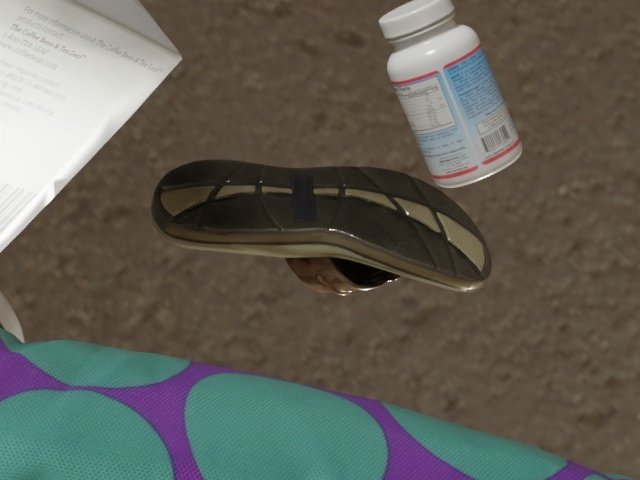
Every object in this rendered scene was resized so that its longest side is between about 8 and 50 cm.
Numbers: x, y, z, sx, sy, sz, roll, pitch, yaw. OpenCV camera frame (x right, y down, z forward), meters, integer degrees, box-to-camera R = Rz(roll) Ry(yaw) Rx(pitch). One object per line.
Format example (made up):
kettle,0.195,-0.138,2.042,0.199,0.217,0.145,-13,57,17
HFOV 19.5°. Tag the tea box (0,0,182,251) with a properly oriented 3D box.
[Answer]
tea box,-0.325,-0.191,1.208,0.220,0.323,0.329,-44,152,14

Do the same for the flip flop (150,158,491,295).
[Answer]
flip flop,0.000,0.000,1.505,0.277,0.112,0.080,5,131,-5

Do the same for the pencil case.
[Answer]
pencil case,-0.005,0.064,0.359,0.151,0.070,0.064,14,155,-9

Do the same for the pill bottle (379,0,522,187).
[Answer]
pill bottle,0.112,-0.134,1.651,0.087,0.087,0.160,-26,104,-12

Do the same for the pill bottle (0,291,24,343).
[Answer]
pill bottle,-0.276,0.162,0.965,0.188,0.334,0.188,4,138,4
